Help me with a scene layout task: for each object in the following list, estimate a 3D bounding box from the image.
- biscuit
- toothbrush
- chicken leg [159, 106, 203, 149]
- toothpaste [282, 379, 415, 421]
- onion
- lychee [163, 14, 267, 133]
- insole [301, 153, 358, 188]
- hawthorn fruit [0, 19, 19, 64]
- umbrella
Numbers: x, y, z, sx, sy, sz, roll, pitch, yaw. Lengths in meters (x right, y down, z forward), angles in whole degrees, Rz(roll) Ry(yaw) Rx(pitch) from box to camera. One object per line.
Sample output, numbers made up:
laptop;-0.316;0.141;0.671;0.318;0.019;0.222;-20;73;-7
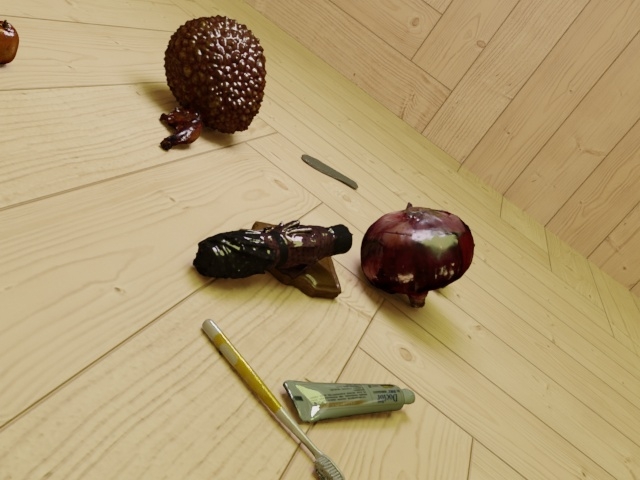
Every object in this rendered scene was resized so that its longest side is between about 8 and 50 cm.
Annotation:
biscuit;-0.058;0.026;1.235;0.215;0.034;0.182;26;24;-24
toothbrush;-0.069;0.207;0.862;0.288;0.021;0.024;45;13;23
chicken leg;-0.296;-0.241;1.409;0.093;0.053;0.205;3;25;-16
toothpaste;0.052;0.232;0.974;0.255;0.037;0.067;10;39;-42
onion;0.206;0.039;1.396;0.251;0.219;0.252;-9;15;3
lychee;-0.235;-0.373;1.540;0.271;0.271;0.271;31;22;-14
insole;0.027;-0.193;1.845;0.191;0.010;0.063;27;24;-24
hawthorn fruit;-0.579;-0.357;1.187;0.077;0.077;0.077;31;22;-14
umbrella;-0.068;0.011;1.122;0.325;0.090;0.094;-10;51;-45
